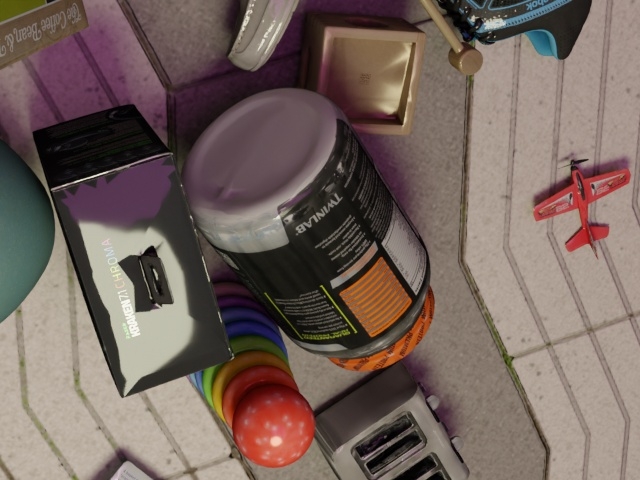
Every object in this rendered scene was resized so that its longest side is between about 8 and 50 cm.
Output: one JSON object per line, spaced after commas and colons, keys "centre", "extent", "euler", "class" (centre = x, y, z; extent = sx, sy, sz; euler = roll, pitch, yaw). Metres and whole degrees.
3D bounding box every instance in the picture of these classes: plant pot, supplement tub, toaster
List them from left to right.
{"centre": [-0.405, -0.012, 1.282], "extent": [0.195, 0.290, 0.290], "euler": [-5, 113, -53], "class": "plant pot"}
{"centre": [0.000, 0.000, 1.395], "extent": [0.207, 0.207, 0.338], "euler": [-38, 134, -3], "class": "supplement tub"}
{"centre": [0.087, 0.278, 1.597], "extent": [0.186, 0.110, 0.168], "euler": [-33, 113, -5], "class": "toaster"}

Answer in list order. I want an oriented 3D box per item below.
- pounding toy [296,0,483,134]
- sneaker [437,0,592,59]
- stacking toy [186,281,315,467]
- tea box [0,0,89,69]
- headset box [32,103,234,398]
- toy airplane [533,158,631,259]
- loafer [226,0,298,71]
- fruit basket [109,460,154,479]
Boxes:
{"centre": [0.085, -0.227, 1.437], "extent": [0.206, 0.094, 0.181], "euler": [0, 112, -18], "class": "pounding toy"}
{"centre": [0.184, -0.307, 1.432], "extent": [0.341, 0.125, 0.139], "euler": [9, 104, -20], "class": "sneaker"}
{"centre": [-0.079, 0.164, 1.385], "extent": [0.141, 0.330, 0.141], "euler": [-6, 109, -17], "class": "stacking toy"}
{"centre": [-0.405, -0.302, 1.095], "extent": [0.220, 0.329, 0.323], "euler": [-9, 107, 14], "class": "tea box"}
{"centre": [-0.212, 0.004, 1.318], "extent": [0.131, 0.283, 0.246], "euler": [-18, 111, -11], "class": "headset box"}
{"centre": [0.361, -0.044, 1.626], "extent": [0.151, 0.028, 0.151], "euler": [-5, 109, -15], "class": "toy airplane"}
{"centre": [-0.062, -0.354, 1.352], "extent": [0.112, 0.112, 0.319], "euler": [14, 97, -16], "class": "loafer"}
{"centre": [-0.257, 0.510, 1.561], "extent": [0.327, 0.165, 0.353], "euler": [43, 75, -25], "class": "fruit basket"}
